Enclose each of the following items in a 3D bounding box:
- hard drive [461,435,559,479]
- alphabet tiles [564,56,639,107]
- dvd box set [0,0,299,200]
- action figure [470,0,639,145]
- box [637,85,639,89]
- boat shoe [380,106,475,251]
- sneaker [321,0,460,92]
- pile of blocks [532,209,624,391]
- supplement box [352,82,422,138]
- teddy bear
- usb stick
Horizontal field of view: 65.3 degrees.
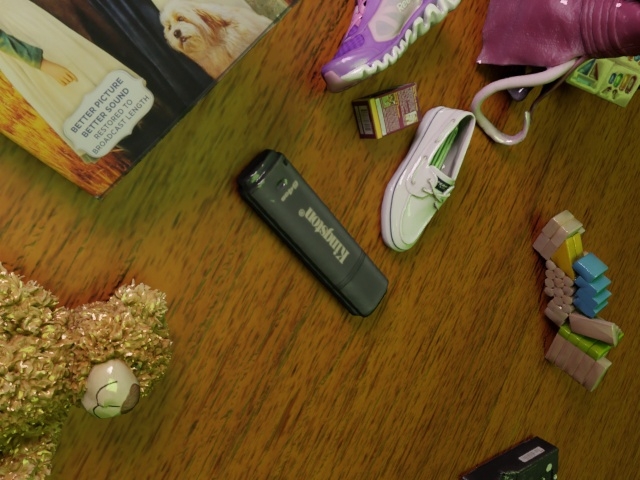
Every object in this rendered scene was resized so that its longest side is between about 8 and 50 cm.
[{"bbox_3d":[0.381,0.598,1.022,0.236,0.064,0.339,-10,105,-30],"label":"hard drive"},{"bbox_3d":[0.504,-0.406,0.791,0.285,0.011,0.343,22,110,-2],"label":"alphabet tiles"},{"bbox_3d":[-0.241,-0.263,0.364,0.307,0.062,0.420,-40,123,13],"label":"dvd box set"},{"bbox_3d":[0.364,-0.285,0.639,0.248,0.370,0.276,28,88,-32],"label":"action figure"},{"bbox_3d":[0.608,-0.405,0.893,0.142,0.163,0.248,-23,111,-29],"label":"box"},{"bbox_3d":[0.155,-0.089,0.723,0.083,0.075,0.226,17,91,-34],"label":"boat shoe"},{"bbox_3d":[0.073,-0.281,0.628,0.236,0.095,0.105,-47,114,-21],"label":"sneaker"},{"bbox_3d":[0.513,0.106,0.950,0.112,0.149,0.362,-26,113,-25],"label":"pile of blocks"},{"bbox_3d":[0.092,-0.178,0.684,0.083,0.043,0.055,-25,112,-25],"label":"supplement box"},{"bbox_3d":[-0.303,0.131,0.459,0.337,0.113,0.245,19,92,-34],"label":"teddy bear"},{"bbox_3d":[0.000,0.000,0.662,0.077,0.045,0.278,-49,121,-13],"label":"usb stick"}]
